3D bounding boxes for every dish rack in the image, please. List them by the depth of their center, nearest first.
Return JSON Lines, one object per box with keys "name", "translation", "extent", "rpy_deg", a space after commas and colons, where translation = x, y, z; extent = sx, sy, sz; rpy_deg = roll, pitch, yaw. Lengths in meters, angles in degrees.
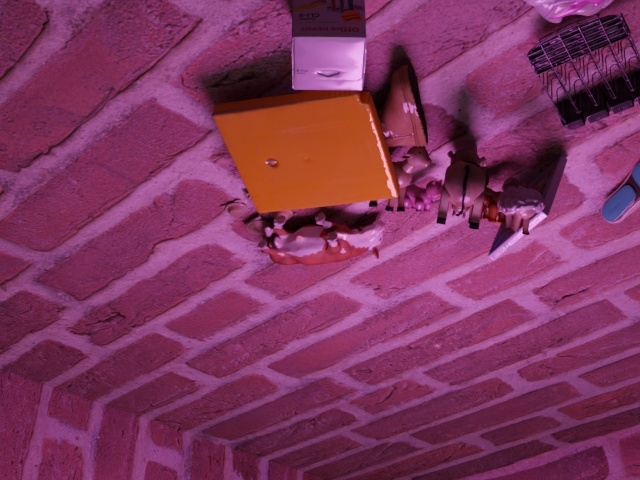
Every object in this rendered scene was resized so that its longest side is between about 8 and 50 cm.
{"name": "dish rack", "translation": [0.522, -0.334, 1.674], "extent": [0.208, 0.074, 0.271], "rpy_deg": [-21, 139, 25]}

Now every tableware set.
{"name": "tableware set", "translation": [-0.146, -0.068, 2.091], "extent": [0.141, 0.020, 0.168], "rpy_deg": [-20, 143, 27]}

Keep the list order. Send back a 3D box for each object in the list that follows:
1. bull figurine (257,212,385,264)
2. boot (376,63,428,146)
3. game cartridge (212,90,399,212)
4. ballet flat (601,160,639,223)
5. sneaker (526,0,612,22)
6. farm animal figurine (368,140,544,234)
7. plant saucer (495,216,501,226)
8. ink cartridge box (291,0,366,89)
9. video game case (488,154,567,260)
{"name": "bull figurine", "translation": [0.000, 0.000, 2.102], "extent": [0.310, 0.101, 0.188], "rpy_deg": [-11, 157, 18]}
{"name": "boot", "translation": [0.074, -0.246, 1.777], "extent": [0.269, 0.089, 0.236], "rpy_deg": [-7, 145, 11]}
{"name": "game cartridge", "translation": [-0.024, -0.184, 1.781], "extent": [0.323, 0.053, 0.285], "rpy_deg": [-6, 135, 17]}
{"name": "ballet flat", "translation": [0.742, -0.127, 1.984], "extent": [0.086, 0.086, 0.248], "rpy_deg": [13, 145, -19]}
{"name": "sneaker", "translation": [0.472, -0.454, 1.479], "extent": [0.252, 0.103, 0.111], "rpy_deg": [-16, 148, 31]}
{"name": "farm animal figurine", "translation": [0.279, -0.130, 1.860], "extent": [0.330, 0.172, 0.327], "rpy_deg": [6, -171, -10]}
{"name": "plant saucer", "translation": [0.465, -0.056, 2.126], "extent": [0.083, 0.013, 0.083], "rpy_deg": [-1, 146, -1]}
{"name": "ink cartridge box", "translation": [0.014, -0.367, 1.517], "extent": [0.128, 0.176, 0.127], "rpy_deg": [0, 146, -1]}
{"name": "video game case", "translation": [0.463, -0.073, 1.939], "extent": [0.023, 0.212, 0.193], "rpy_deg": [36, 138, -5]}
